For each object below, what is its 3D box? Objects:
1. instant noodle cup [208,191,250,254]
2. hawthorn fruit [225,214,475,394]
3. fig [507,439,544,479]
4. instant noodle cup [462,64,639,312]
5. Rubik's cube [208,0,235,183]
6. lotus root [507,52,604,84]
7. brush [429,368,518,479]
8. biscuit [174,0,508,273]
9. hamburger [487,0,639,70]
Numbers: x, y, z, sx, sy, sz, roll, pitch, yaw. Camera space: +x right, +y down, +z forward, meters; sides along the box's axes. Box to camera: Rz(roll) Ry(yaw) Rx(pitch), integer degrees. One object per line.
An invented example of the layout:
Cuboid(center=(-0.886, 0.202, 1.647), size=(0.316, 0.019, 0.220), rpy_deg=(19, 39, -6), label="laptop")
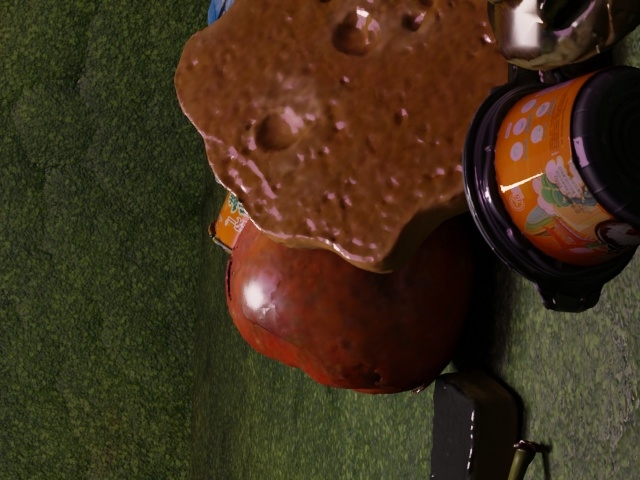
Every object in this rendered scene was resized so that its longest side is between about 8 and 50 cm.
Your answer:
Cuboid(center=(-0.016, -0.067, 2.023), size=(0.230, 0.230, 0.182), rpy_deg=(-122, 47, -66), label="instant noodle cup")
Cuboid(center=(0.053, 0.010, 1.678), size=(0.307, 0.276, 0.276), rpy_deg=(-63, 16, 1), label="hawthorn fruit")
Cuboid(center=(0.158, 0.304, 1.413), size=(0.151, 0.151, 0.259), rpy_deg=(111, 160, -54), label="fig")
Cuboid(center=(0.217, -0.059, 1.186), size=(0.125, 0.177, 0.208), rpy_deg=(-26, 81, 58), label="instant noodle cup")
Cuboid(center=(0.010, -0.222, 1.820), size=(0.259, 0.253, 0.256), rpy_deg=(116, 152, -63), label="Rubik's cube")
Cuboid(center=(0.207, -0.135, 1.367), size=(0.089, 0.080, 0.179), rpy_deg=(179, 93, -78), label="lotus root")
Cuboid(center=(0.154, 0.241, 1.593), size=(0.123, 0.059, 0.197), rpy_deg=(-143, 56, -71), label="brush")
Cuboid(center=(0.047, -0.162, 1.543), size=(0.365, 0.062, 0.385), rpy_deg=(-47, 60, 9), label="biscuit")
Cuboid(center=(0.215, -0.270, 1.167), size=(0.285, 0.134, 0.265), rpy_deg=(-50, 17, 27), label="hamburger")
